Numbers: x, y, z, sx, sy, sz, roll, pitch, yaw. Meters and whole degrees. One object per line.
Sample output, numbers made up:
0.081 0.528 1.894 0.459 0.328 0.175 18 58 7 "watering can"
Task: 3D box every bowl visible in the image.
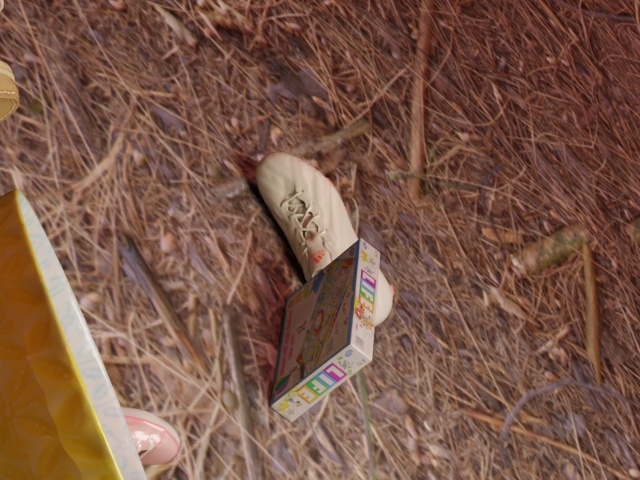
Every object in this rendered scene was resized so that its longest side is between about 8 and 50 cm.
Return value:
-0.211 0.128 1.226 0.289 0.156 0.289 158 -90 -86 "bowl"

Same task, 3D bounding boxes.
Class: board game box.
0.006 0.078 1.687 0.026 0.103 0.154 39 31 -21 "board game box"

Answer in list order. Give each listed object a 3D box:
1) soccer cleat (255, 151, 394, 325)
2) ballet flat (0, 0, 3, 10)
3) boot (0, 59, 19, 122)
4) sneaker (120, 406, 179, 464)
0.000 0.000 1.814 0.196 0.068 0.076 54 31 1 "soccer cleat"
-0.309 -0.258 1.640 0.124 0.116 0.342 59 18 -28 "ballet flat"
-0.281 -0.029 1.407 0.203 0.095 0.262 54 32 8 "boot"
-0.163 0.157 1.411 0.134 0.051 0.070 26 38 -32 "sneaker"
